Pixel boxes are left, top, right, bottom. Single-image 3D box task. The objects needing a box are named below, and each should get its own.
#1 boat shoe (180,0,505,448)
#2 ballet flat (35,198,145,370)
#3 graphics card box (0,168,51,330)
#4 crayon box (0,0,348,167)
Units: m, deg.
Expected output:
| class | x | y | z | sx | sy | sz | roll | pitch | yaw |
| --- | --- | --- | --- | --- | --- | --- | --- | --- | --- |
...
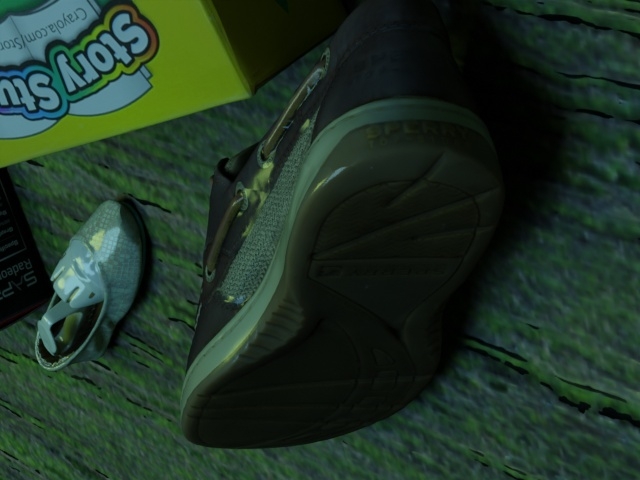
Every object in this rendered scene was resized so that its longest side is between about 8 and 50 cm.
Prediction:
| class | x | y | z | sx | sy | sz | roll | pitch | yaw |
| --- | --- | --- | --- | --- | --- | --- | --- | --- | --- |
| boat shoe | 0.000 | 0.000 | 0.967 | 0.342 | 0.123 | 0.123 | 113 | 154 | -58 |
| ballet flat | -0.154 | 0.037 | 1.256 | 0.057 | 0.052 | 0.168 | 51 | 146 | 20 |
| graphics card box | -0.342 | -0.106 | 1.388 | 0.233 | 0.094 | 0.370 | -2 | 112 | 56 |
| crayon box | -0.209 | -0.190 | 0.979 | 0.363 | 0.106 | 0.313 | -12 | 113 | 38 |
